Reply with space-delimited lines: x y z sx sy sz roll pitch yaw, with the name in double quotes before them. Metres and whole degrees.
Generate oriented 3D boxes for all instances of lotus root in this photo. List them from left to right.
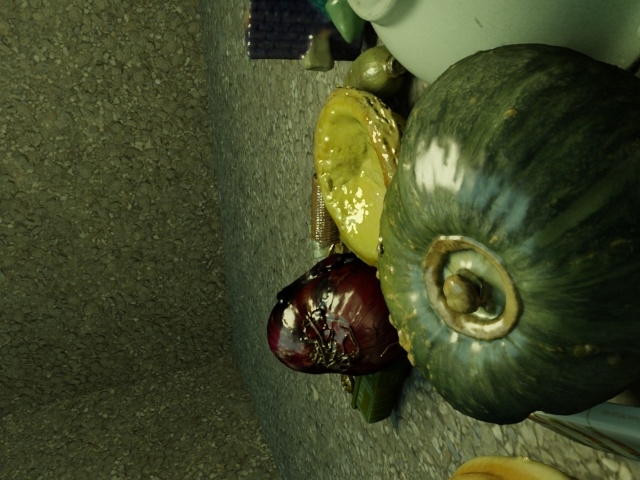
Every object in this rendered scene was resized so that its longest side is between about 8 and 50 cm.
"lotus root" 0.088 -0.267 0.926 0.183 0.077 0.090 175 84 -73

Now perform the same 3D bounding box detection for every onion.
"onion" 0.035 0.145 1.030 0.221 0.281 0.281 61 170 -25

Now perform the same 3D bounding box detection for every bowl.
"bowl" 0.133 -0.326 0.574 0.435 0.196 0.434 169 90 -73

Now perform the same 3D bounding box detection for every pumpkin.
"pumpkin" 0.182 0.001 0.512 0.291 0.258 0.327 51 142 25

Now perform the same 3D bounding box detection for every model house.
"model house" -0.016 -0.418 0.883 0.312 0.245 0.280 -143 52 -73

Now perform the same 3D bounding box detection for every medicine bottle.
"medicine bottle" 0.000 0.000 1.398 0.047 0.047 0.083 160 99 -72

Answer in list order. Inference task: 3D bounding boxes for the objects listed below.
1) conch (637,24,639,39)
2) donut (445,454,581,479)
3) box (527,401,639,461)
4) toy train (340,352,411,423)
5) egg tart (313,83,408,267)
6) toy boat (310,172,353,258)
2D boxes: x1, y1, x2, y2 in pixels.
"conch" 0.300 -0.186 0.389 0.065 0.088 0.180 -60 0 -17
"donut" 0.263 0.457 0.642 0.449 0.198 0.448 172 90 -72
"box" 0.287 0.185 0.548 0.032 0.122 0.220 -65 12 -14
"toy train" 0.109 0.282 1.173 0.137 0.090 0.225 -124 29 -43
"egg tart" 0.096 -0.104 0.922 0.315 0.120 0.314 51 151 44
"toy boat" 0.036 -0.077 1.136 0.089 0.115 0.310 -129 33 -54
